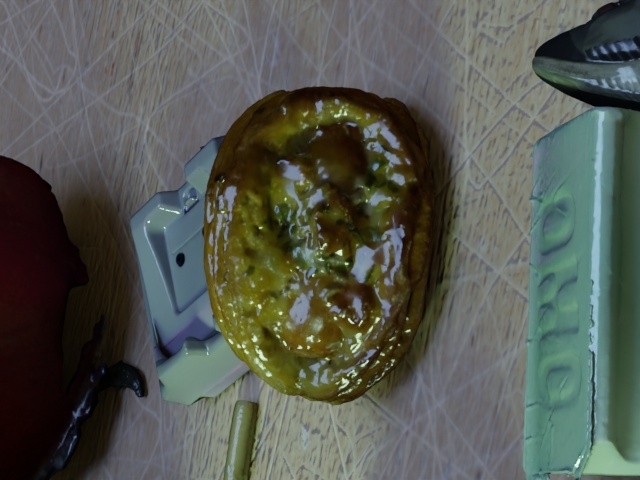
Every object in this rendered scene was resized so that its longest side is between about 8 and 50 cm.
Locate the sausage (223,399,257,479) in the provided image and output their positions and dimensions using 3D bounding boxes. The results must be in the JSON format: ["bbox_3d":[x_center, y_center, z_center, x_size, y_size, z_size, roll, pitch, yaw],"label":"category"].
[{"bbox_3d":[-0.079,0.216,1.783,0.024,0.024,0.132,4,85,54],"label":"sausage"}]

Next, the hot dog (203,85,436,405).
[{"bbox_3d":[0.000,0.000,1.620,0.122,0.196,0.272,58,-142,-77],"label":"hot dog"}]

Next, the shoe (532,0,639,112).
[{"bbox_3d":[0.253,-0.144,1.361,0.227,0.099,0.112,14,87,50],"label":"shoe"}]

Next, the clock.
[{"bbox_3d":[-0.096,0.024,1.799,0.253,0.083,0.186,-41,51,42],"label":"clock"}]

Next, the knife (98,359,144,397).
[{"bbox_3d":[-0.252,0.163,2.033,0.222,0.021,0.045,-20,69,49],"label":"knife"}]

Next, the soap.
[{"bbox_3d":[0.202,0.044,1.339,0.150,0.094,0.261,132,143,-79],"label":"soap"}]

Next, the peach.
[{"bbox_3d":[-0.406,0.112,2.039,0.339,0.353,0.416,-120,10,-57],"label":"peach"}]
